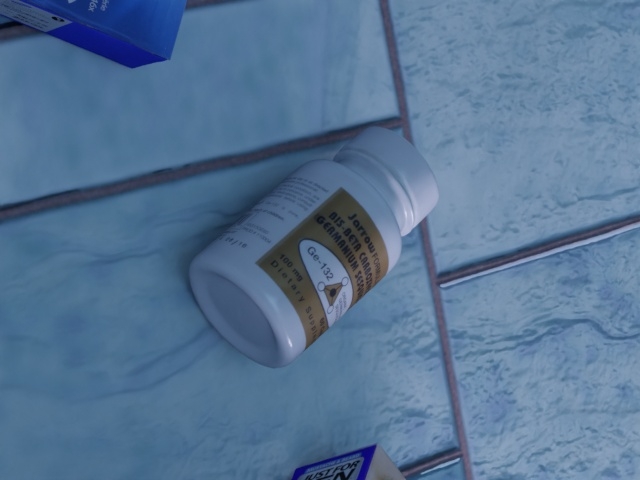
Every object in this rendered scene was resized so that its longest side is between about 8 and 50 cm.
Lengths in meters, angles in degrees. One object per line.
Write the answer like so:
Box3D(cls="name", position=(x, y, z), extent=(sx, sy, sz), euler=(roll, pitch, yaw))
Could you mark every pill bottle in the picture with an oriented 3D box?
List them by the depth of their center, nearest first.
Box3D(cls="pill bottle", position=(0.000, 0.000, 1.463), extent=(0.229, 0.131, 0.131), euler=(-42, 112, -26))

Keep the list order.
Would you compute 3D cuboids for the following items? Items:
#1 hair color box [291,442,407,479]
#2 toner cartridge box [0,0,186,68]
Box3D(cls="hair color box", position=(0.021, 0.366, 1.406), extent=(0.185, 0.110, 0.339), euler=(54, 32, -22))
Box3D(cls="toner cartridge box", position=(-0.171, -0.343, 1.382), extent=(0.165, 0.075, 0.348), euler=(20, 79, -33))
